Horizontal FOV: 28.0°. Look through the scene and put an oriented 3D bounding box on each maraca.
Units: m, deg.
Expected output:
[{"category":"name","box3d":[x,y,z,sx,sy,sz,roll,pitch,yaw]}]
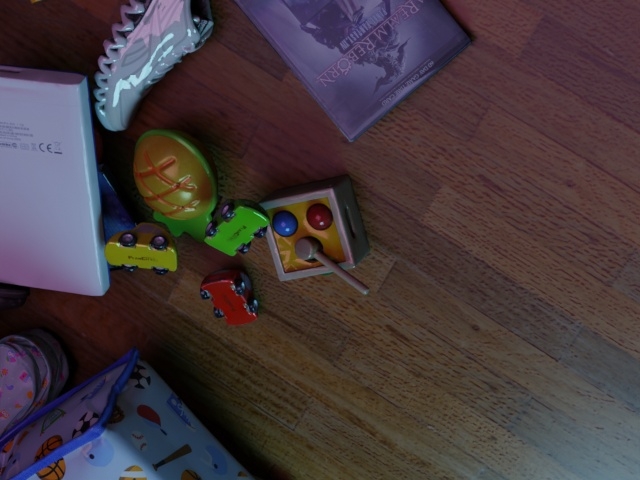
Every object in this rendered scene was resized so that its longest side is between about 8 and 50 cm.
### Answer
[{"category":"maraca","box3d":[-0.192,-0.072,1.727,0.127,0.099,0.186,17,137,26]}]

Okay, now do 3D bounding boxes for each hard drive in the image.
[{"category":"hard drive","box3d":[-0.395,-0.080,1.703,0.210,0.040,0.319,7,123,12]}]

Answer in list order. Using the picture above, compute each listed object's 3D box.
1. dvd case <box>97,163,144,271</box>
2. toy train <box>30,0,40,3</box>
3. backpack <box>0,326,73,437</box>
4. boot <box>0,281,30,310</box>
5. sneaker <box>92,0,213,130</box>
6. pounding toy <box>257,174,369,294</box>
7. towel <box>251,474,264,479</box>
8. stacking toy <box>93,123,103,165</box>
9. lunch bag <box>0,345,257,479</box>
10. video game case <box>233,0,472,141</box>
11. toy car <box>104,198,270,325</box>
[{"category":"dvd case","box3d":[-0.368,-0.017,1.799,0.253,0.022,0.180,-10,133,21]},{"category":"toy train","box3d":[-0.418,-0.389,1.728,0.166,0.046,0.125,25,113,11]},{"category":"backpack","box3d":[-0.453,0.216,1.896,0.152,0.115,0.182,47,112,3]},{"category":"boot","box3d":[-0.519,0.176,1.821,0.263,0.091,0.229,-9,95,10]},{"category":"sneaker","box3d":[-0.211,-0.264,1.670,0.118,0.110,0.292,25,114,1]},{"category":"pounding toy","box3d":[0.000,0.000,1.677,0.130,0.100,0.141,-11,102,22]},{"category":"towel","box3d":[-0.180,0.409,1.907,0.285,0.034,0.209,18,114,15]},{"category":"stacking toy","box3d":[-0.460,-0.131,1.791,0.330,0.141,0.141,4,108,11]},{"category":"lunch bag","box3d":[-0.308,0.385,1.781,0.385,0.239,0.328,-35,105,23]},{"category":"video game case","box3d":[0.026,-0.288,1.588,0.196,0.026,0.274,-39,91,7]},{"category":"toy car","box3d":[-0.139,0.005,1.697,0.239,0.053,0.225,28,135,-23]}]
